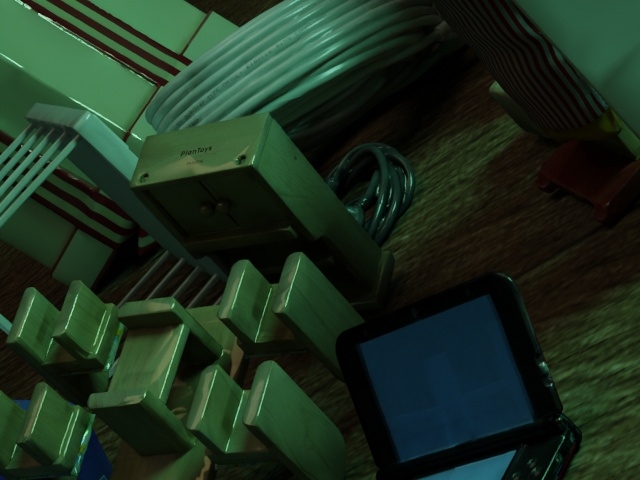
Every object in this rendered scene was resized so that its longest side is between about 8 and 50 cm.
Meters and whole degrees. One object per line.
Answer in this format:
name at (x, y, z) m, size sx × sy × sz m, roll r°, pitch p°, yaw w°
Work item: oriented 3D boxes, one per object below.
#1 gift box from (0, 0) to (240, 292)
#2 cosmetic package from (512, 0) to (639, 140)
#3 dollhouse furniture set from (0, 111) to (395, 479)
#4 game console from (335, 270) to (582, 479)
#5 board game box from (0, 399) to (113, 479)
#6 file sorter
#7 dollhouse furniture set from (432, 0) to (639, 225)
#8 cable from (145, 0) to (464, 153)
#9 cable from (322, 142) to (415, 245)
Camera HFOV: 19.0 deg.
gift box at (-0.234, -0.117, 1.921) m, size 0.276 × 0.258 × 0.255 m, roll -56°, pitch 4°, yaw 47°
cosmetic package at (0.143, -0.122, 0.997) m, size 0.060 × 0.239 × 0.099 m, roll -42°, pitch 16°, yaw 9°
dollhouse furniture set at (-0.059, 0.069, 1.197) m, size 0.212 × 0.161 × 0.242 m, roll -8°, pitch 50°, yaw 32°
game console at (0.048, 0.100, 0.948) m, size 0.144 × 0.085 × 0.124 m, roll -26°, pitch 24°, yaw 49°
board game box at (-0.338, 0.231, 1.385) m, size 0.347 × 0.078 × 0.233 m, roll -30°, pitch 9°, yaw -23°
file sorter at (-0.204, 0.014, 1.608) m, size 0.173 × 0.193 × 0.278 m, roll -49°, pitch 16°, yaw -8°
dollhouse furniture set at (0.115, -0.159, 1.235) m, size 0.152 × 0.201 × 0.374 m, roll -44°, pitch 16°, yaw -1°
cable at (-0.021, -0.134, 1.575) m, size 0.257 × 0.089 × 0.257 m, roll -25°, pitch -8°, yaw -44°
cable at (0.000, 0.000, 1.420) m, size 0.184 × 0.047 × 0.150 m, roll -54°, pitch 13°, yaw -25°
